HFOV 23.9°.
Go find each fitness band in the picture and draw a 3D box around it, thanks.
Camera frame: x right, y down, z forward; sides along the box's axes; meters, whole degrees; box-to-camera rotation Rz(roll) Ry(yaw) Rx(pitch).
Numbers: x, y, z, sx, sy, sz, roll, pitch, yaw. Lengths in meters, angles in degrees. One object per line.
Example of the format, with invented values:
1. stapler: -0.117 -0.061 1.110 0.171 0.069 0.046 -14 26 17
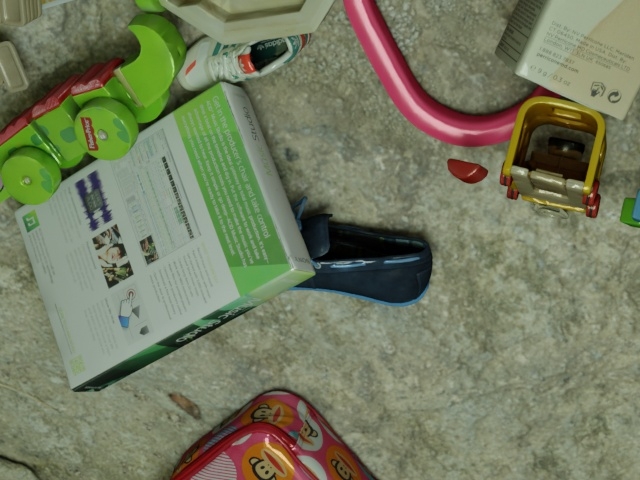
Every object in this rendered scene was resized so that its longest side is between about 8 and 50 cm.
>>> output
1. fitness band: 0.144 -0.239 1.605 0.209 0.054 0.290 -23 106 21

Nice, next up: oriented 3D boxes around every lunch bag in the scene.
1. lunch bag: -0.052 0.352 1.858 0.258 0.120 0.293 -39 100 26

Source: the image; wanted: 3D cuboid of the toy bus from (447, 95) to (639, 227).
1. toy bus: 0.250 -0.088 1.572 0.191 0.202 0.104 17 86 -33

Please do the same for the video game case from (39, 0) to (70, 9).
1. video game case: -0.289 -0.340 1.653 0.143 0.019 0.157 -14 111 16

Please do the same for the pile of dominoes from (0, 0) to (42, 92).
1. pile of dominoes: -0.431 -0.275 1.698 0.251 0.040 0.195 9 117 20

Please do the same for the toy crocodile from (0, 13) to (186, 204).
1. toy crocodile: -0.274 -0.130 1.662 0.341 0.115 0.105 -27 110 35

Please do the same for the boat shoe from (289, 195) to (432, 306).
1. boat shoe: 0.000 0.000 1.708 0.258 0.109 0.089 6 134 -7

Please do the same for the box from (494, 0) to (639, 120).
1. box: 0.295 -0.289 1.467 0.121 0.148 0.311 23 105 -8

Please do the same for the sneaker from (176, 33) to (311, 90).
1. sneaker: -0.091 -0.200 1.645 0.161 0.075 0.057 -17 109 16

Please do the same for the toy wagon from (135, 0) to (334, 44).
1. toy wagon: -0.092 -0.365 1.519 0.267 0.068 0.344 -5 119 23

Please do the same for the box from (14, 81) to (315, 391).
1. box: -0.180 0.001 1.683 0.322 0.058 0.232 -29 72 26
